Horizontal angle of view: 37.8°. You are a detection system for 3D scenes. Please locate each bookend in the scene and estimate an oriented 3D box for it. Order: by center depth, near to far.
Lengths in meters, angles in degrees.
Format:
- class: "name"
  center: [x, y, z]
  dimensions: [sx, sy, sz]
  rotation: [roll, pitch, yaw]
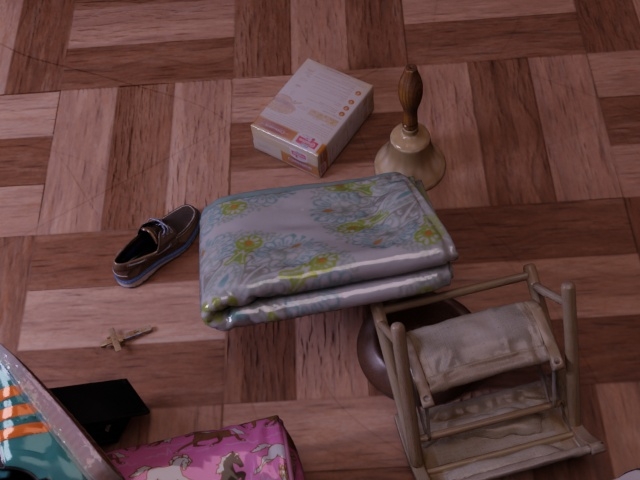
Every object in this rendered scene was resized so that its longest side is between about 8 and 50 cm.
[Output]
- class: "bookend"
  center: [-0.356, 0.286, 1.350]
  dimensions: [0.072, 0.156, 0.157]
  rotation: [47, 115, 28]

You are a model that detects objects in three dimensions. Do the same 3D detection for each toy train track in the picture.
- class: "toy train track"
  center: [-0.307, 0.154, 1.480]
  dimensions: [0.083, 0.014, 0.048]
  rotation: [-19, 50, -14]

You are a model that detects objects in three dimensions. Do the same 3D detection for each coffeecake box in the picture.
- class: "coffeecake box"
  center: [-0.012, -0.220, 1.667]
  dimensions: [0.142, 0.068, 0.185]
  rotation: [27, 63, 20]

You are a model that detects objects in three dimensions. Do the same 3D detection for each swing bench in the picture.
- class: "swing bench"
  center: [0.227, 0.192, 1.300]
  dimensions: [0.253, 0.165, 0.254]
  rotation: [-13, 99, -5]

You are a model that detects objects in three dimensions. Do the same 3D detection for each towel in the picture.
- class: "towel"
  center: [0.000, 0.000, 1.425]
  dimensions: [0.374, 0.090, 0.320]
  rotation: [-11, 24, -2]

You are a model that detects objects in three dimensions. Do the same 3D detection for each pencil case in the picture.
- class: "pencil case"
  center: [-0.204, 0.355, 1.254]
  dimensions: [0.386, 0.167, 0.160]
  rotation: [-14, 18, -5]

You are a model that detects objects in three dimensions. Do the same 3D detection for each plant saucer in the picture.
- class: "plant saucer"
  center: [0.154, 0.155, 1.427]
  dimensions: [0.199, 0.036, 0.198]
  rotation: [-3, 57, 4]

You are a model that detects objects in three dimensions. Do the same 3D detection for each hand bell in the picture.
- class: "hand bell"
  center: [0.149, -0.197, 1.534]
  dimensions: [0.126, 0.242, 0.126]
  rotation: [-2, 57, 3]

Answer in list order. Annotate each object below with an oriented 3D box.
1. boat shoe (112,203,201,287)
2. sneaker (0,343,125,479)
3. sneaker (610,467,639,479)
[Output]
- class: "boat shoe"
  center: [-0.268, 0.000, 1.545]
  dimensions: [0.066, 0.066, 0.183]
  rotation: [31, 65, 22]
- class: "sneaker"
  center: [-0.385, 0.242, 1.193]
  dimensions: [0.121, 0.108, 0.302]
  rotation: [-42, 63, -15]
- class: "sneaker"
  center: [0.380, 0.380, 1.219]
  dimensions: [0.300, 0.111, 0.121]
  rotation: [-19, 61, -5]
